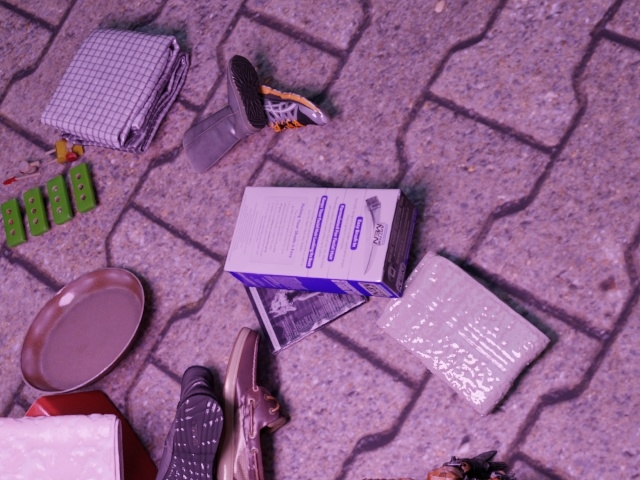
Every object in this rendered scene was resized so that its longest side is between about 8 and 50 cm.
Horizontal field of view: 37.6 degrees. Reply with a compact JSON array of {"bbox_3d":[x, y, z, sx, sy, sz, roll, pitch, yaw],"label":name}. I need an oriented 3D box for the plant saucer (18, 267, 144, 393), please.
[{"bbox_3d":[-0.490,0.194,1.965,0.310,0.050,0.310,-17,44,18],"label":"plant saucer"}]

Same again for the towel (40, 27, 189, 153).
[{"bbox_3d":[-0.444,-0.326,2.077,0.235,0.121,0.283,14,70,24],"label":"towel"}]

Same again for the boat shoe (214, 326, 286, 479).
[{"bbox_3d":[-0.127,0.338,1.798,0.123,0.123,0.342,5,71,0],"label":"boat shoe"}]

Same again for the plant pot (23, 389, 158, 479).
[{"bbox_3d":[-0.478,0.476,1.838,0.236,0.267,0.267,37,93,14],"label":"plant pot"}]

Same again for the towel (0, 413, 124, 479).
[{"bbox_3d":[-0.521,0.475,1.699,0.332,0.053,0.317,-2,90,3],"label":"towel"}]

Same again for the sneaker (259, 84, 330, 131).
[{"bbox_3d":[-0.071,-0.261,1.937,0.215,0.084,0.083,19,87,36],"label":"sneaker"}]

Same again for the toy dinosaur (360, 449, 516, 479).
[{"bbox_3d":[0.227,0.418,1.551,0.322,0.218,0.164,25,89,27],"label":"toy dinosaur"}]

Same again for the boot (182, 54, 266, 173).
[{"bbox_3d":[-0.211,-0.263,1.968,0.208,0.076,0.189,-28,64,45],"label":"boot"}]

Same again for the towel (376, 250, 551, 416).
[{"bbox_3d":[0.251,0.163,1.702,0.282,0.049,0.187,41,97,27],"label":"towel"}]

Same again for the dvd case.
[{"bbox_3d":[-0.032,0.102,1.857,0.221,0.018,0.164,-30,66,13],"label":"dvd case"}]

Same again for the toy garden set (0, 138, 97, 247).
[{"bbox_3d":[-0.626,-0.119,2.161,0.244,0.049,0.204,-23,70,18],"label":"toy garden set"}]

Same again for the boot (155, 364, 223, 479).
[{"bbox_3d":[-0.252,0.422,1.781,0.118,0.223,0.338,19,92,-10],"label":"boot"}]

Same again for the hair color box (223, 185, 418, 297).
[{"bbox_3d":[0.000,0.000,1.797,0.339,0.110,0.185,3,69,30],"label":"hair color box"}]
